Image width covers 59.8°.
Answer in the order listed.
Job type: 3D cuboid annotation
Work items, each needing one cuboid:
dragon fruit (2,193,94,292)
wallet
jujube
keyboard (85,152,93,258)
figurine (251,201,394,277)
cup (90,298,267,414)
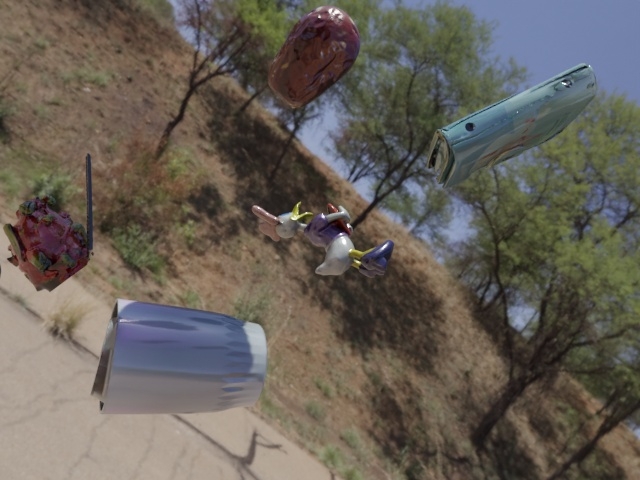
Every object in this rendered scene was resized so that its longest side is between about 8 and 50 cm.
[{"bbox_3d":[-0.560,0.004,1.134,0.172,0.160,0.166,54,-9,-13],"label":"dragon fruit"},{"bbox_3d":[0.299,-0.181,0.900,0.176,0.250,0.075,74,-9,-76],"label":"wallet"},{"bbox_3d":[-0.020,-0.564,1.722,0.223,0.318,0.223,41,3,-3],"label":"jujube"},{"bbox_3d":[-0.452,-0.068,1.085,0.010,0.198,0.063,0,-18,-26],"label":"keyboard"},{"bbox_3d":[0.006,-0.001,1.600,0.420,0.193,0.154,32,-21,18],"label":"figurine"},{"bbox_3d":[-0.330,0.277,1.304,0.371,0.254,0.253,9,9,-24],"label":"cup"}]
